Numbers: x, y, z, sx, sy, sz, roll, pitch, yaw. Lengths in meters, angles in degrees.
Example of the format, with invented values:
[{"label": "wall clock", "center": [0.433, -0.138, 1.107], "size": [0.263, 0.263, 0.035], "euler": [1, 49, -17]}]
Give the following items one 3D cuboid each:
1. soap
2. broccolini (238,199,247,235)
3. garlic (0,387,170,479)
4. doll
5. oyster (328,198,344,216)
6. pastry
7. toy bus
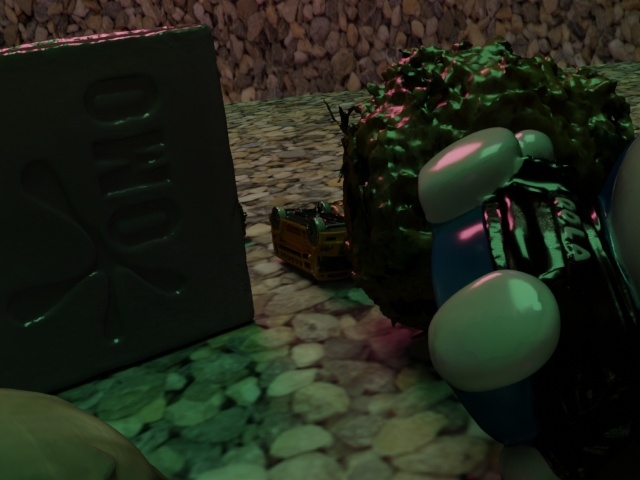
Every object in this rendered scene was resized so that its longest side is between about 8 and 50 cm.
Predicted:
[{"label": "soap", "center": [-0.218, -0.031, 0.769], "size": [0.285, 0.296, 0.107], "euler": [-19, 19, -30]}, {"label": "broccolini", "center": [-0.226, 0.015, 1.010], "size": [0.079, 0.074, 0.392], "euler": [3, 19, 33]}, {"label": "garlic", "center": [-0.151, 0.174, 0.363], "size": [0.292, 0.210, 0.237], "euler": [-20, -15, -25]}, {"label": "doll", "center": [0.234, 0.022, 0.510], "size": [0.310, 0.240, 0.284], "euler": [-16, 54, 18]}, {"label": "oyster", "center": [0.097, -0.036, 0.976], "size": [0.128, 0.078, 0.345], "euler": [-43, 17, -23]}, {"label": "pastry", "center": [0.125, -0.031, 0.692], "size": [0.275, 0.275, 0.193], "euler": [-1, 21, 22]}, {"label": "toy bus", "center": [0.000, 0.000, 0.961], "size": [0.069, 0.074, 0.162], "euler": [-6, 12, -24]}]
